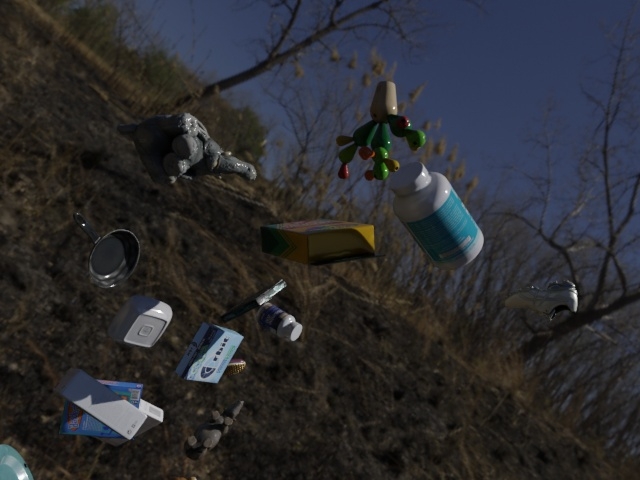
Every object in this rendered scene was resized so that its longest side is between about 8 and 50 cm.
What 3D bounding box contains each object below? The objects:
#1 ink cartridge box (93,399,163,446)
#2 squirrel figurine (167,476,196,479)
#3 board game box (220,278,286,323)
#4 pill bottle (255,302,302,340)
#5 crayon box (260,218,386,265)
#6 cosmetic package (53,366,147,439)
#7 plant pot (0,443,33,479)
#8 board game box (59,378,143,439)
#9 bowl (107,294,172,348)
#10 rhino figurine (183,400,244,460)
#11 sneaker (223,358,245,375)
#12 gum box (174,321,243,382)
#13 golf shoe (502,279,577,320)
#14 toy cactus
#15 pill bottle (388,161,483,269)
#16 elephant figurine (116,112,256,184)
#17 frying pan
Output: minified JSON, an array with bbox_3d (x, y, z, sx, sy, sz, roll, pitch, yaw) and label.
[{"bbox_3d":[-0.687,0.617,2.022,0.181,0.225,0.056,45,23,-39],"label":"ink cartridge box"},{"bbox_3d":[-0.389,0.934,1.828,0.397,0.281,0.370,-155,-139,-80],"label":"squirrel figurine"},{"bbox_3d":[-0.196,0.178,1.716,0.186,0.126,0.026,-29,-86,44],"label":"board game box"},{"bbox_3d":[-0.111,0.223,1.592,0.120,0.067,0.067,26,-9,28],"label":"pill bottle"},{"bbox_3d":[0.000,0.000,1.543,0.202,0.081,0.318,-8,10,-31],"label":"crayon box"},{"bbox_3d":[-0.603,0.444,1.609,0.231,0.085,0.117,46,-29,-21],"label":"cosmetic package"},{"bbox_3d":[-0.739,0.554,1.192,0.271,0.255,0.271,156,-90,-81],"label":"plant pot"},{"bbox_3d":[-0.647,0.497,1.741,0.210,0.160,0.047,10,0,-14],"label":"board game box"},{"bbox_3d":[-0.465,0.222,1.536,0.142,0.142,0.053,29,8,-44],"label":"bowl"},{"bbox_3d":[-0.300,0.535,1.691,0.073,0.106,0.243,41,41,10],"label":"rhino figurine"},{"bbox_3d":[-0.345,0.405,1.960,0.069,0.186,0.084,94,-15,-48],"label":"sneaker"},{"bbox_3d":[-0.310,0.319,1.657,0.041,0.157,0.184,28,-5,24],"label":"gum box"},{"bbox_3d":[0.534,0.155,1.431,0.176,0.086,0.069,-17,-27,29],"label":"golf shoe"},{"bbox_3d":[0.100,-0.198,1.062,0.112,0.180,0.219,10,-9,-25],"label":"toy cactus"},{"bbox_3d":[0.270,-0.062,1.406,0.264,0.146,0.146,50,-9,-29],"label":"pill bottle"},{"bbox_3d":[-0.289,-0.196,1.318,0.239,0.169,0.186,-8,75,-68],"label":"elephant figurine"},{"bbox_3d":[-0.691,0.040,1.825,0.053,0.197,0.326,20,-5,28],"label":"frying pan"}]
